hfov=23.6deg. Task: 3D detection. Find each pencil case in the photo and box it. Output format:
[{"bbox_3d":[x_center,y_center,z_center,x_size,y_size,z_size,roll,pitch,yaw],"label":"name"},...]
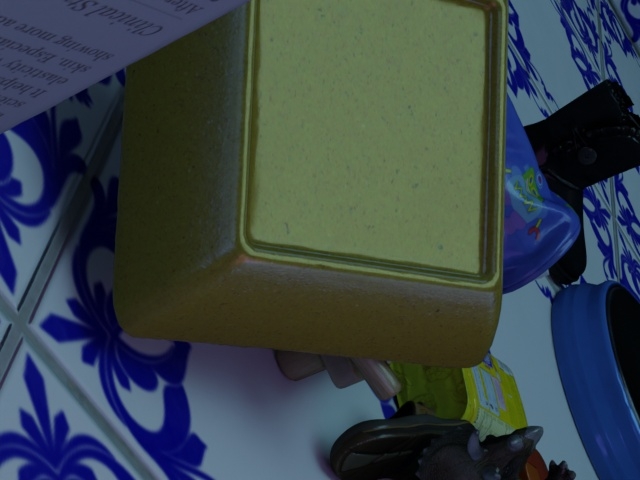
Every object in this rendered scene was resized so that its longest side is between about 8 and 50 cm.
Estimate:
[{"bbox_3d":[0.110,-0.104,1.304,0.133,0.119,0.306,-37,105,-29],"label":"pencil case"}]

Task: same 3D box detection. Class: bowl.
[{"bbox_3d":[0.440,0.234,2.116,0.391,0.077,0.391,49,27,-36],"label":"bowl"}]

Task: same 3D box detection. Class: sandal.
[{"bbox_3d":[0.069,0.177,1.360,0.219,0.090,0.060,13,34,-55],"label":"sandal"}]

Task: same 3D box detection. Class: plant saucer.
[{"bbox_3d":[0.022,-0.084,1.116,0.333,0.081,0.332,8,79,-35],"label":"plant saucer"}]

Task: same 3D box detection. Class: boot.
[{"bbox_3d":[0.369,-0.078,2.099,0.246,0.207,0.094,61,22,-12],"label":"boot"}]

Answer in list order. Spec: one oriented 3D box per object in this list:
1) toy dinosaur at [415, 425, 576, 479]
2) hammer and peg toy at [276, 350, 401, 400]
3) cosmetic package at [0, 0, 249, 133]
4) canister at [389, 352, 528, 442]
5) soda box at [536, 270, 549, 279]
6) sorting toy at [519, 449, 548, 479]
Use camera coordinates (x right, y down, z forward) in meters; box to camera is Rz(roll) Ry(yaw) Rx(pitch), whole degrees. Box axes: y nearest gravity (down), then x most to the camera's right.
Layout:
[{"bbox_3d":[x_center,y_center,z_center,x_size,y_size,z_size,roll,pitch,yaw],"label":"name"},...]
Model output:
[{"bbox_3d":[0.137,0.270,1.350,0.160,0.121,0.313,-14,121,-42],"label":"toy dinosaur"},{"bbox_3d":[0.000,0.000,1.300,0.266,0.127,0.361,66,25,0],"label":"hammer and peg toy"},{"bbox_3d":[-0.200,-0.272,0.766,0.329,0.394,0.327,14,55,-63],"label":"cosmetic package"},{"bbox_3d":[0.142,0.155,1.530,0.170,0.073,0.126,35,36,-53],"label":"canister"},{"bbox_3d":[0.191,-0.030,1.824,0.216,0.074,0.069,47,28,-39],"label":"soda box"},{"bbox_3d":[0.263,0.344,1.649,0.307,0.041,0.229,53,25,-28],"label":"sorting toy"}]
